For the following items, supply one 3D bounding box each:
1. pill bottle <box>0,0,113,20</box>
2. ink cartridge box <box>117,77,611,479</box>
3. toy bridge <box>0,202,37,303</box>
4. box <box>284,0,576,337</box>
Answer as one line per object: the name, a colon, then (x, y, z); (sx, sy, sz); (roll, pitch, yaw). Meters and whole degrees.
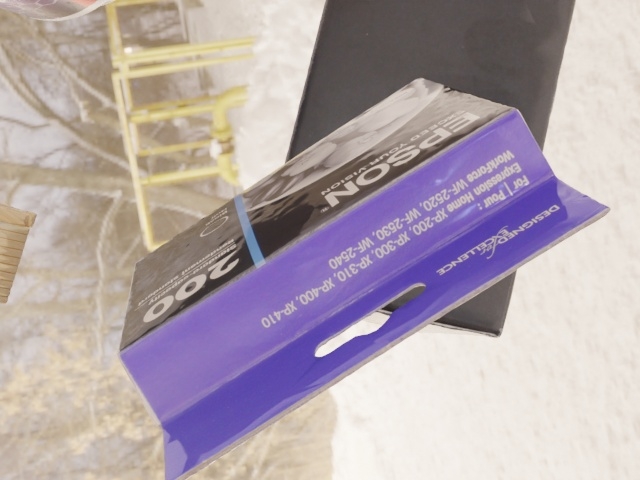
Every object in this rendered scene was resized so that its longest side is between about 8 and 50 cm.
pill bottle: (-0.281, -0.302, 0.786); (0.323, 0.181, 0.182); (-14, -85, -75)
ink cartridge box: (0.000, 0.000, 0.425); (0.045, 0.206, 0.208); (58, 180, -19)
toy bridge: (-0.166, -0.026, 0.254); (0.026, 0.188, 0.063); (18, 92, 42)
box: (0.103, -0.130, 1.208); (0.472, 0.297, 0.480); (115, 169, -84)
